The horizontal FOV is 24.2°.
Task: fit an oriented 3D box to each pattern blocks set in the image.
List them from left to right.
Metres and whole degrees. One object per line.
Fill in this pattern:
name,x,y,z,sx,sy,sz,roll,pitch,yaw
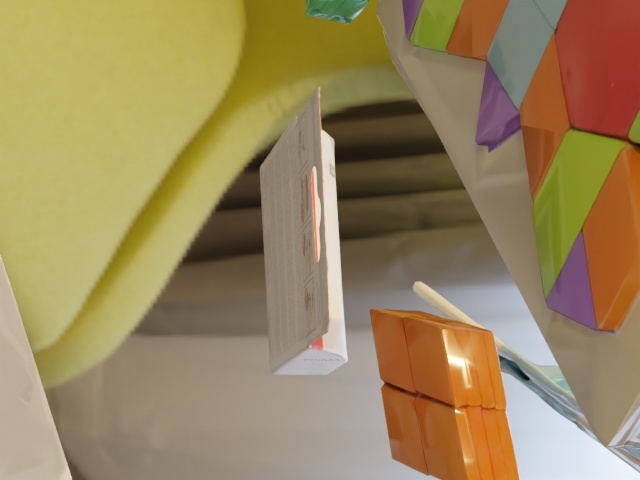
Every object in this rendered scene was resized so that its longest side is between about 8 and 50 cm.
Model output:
pattern blocks set,0.061,-0.055,0.334,0.026,0.325,0.285,3,115,-22

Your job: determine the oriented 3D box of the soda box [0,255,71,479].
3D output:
soda box,-0.185,0.019,0.667,0.074,0.069,0.216,-20,96,-28

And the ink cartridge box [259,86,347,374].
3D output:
ink cartridge box,0.000,0.000,1.136,0.225,0.056,0.181,138,-50,-71

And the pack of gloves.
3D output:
pack of gloves,0.201,0.113,1.238,0.046,0.232,0.195,-52,151,-2
